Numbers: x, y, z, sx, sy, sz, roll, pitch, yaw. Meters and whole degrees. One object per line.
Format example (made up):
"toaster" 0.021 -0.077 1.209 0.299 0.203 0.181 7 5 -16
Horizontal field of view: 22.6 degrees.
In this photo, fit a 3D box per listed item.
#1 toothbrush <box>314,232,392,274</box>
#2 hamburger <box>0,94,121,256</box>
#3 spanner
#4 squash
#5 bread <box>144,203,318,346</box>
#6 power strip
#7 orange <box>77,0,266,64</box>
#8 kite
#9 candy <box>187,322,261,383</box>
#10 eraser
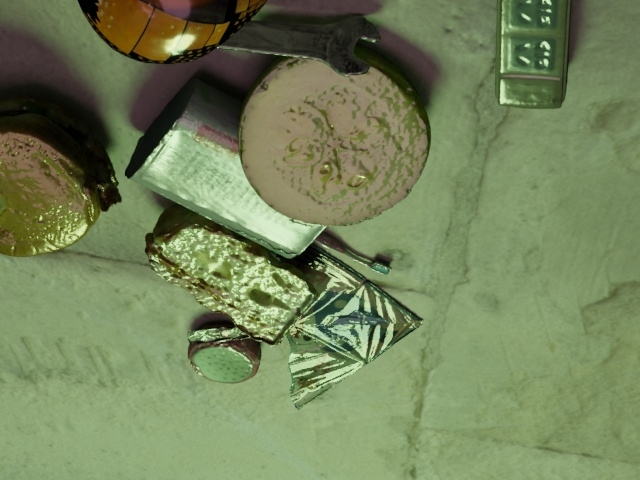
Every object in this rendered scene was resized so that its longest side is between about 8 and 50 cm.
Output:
"toothbrush" 0.000 0.000 2.020 0.204 0.017 0.022 25 149 -17
"hamburger" -0.354 -0.087 1.915 0.215 0.122 0.189 38 127 -24
"spanner" -0.086 -0.224 1.740 0.302 0.071 0.017 7 173 6
"squash" 0.013 -0.116 1.798 0.219 0.041 0.219 -2 118 -4
"bread" -0.109 0.033 2.016 0.232 0.088 0.128 33 132 -16
"power strip" 0.221 -0.239 1.658 0.078 0.052 0.272 4 140 8
"orange" -0.134 -0.278 1.554 0.234 0.234 0.182 -15 134 27
"kite" -0.022 0.111 2.132 0.314 0.011 0.335 -3 131 2
"candy" -0.132 0.156 2.215 0.103 0.043 0.103 7 141 6
"eraser" -0.093 -0.082 1.894 0.227 0.081 0.174 26 139 -19
